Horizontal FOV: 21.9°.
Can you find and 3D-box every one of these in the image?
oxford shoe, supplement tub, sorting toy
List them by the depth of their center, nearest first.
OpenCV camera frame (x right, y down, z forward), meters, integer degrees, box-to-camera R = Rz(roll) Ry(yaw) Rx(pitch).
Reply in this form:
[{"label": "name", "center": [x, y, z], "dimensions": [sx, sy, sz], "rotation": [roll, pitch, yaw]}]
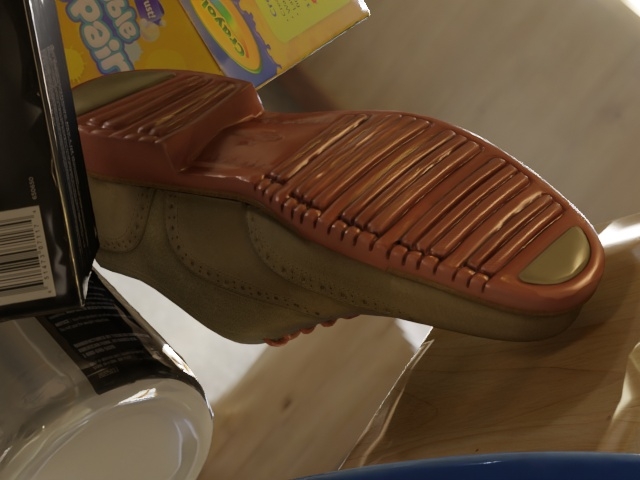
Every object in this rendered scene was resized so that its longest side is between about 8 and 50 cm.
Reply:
[{"label": "sorting toy", "center": [0.143, 0.106, 0.965], "dimensions": [0.089, 0.257, 0.255], "rotation": [47, 58, -17]}, {"label": "oxford shoe", "center": [0.000, 0.000, 1.042], "dimensions": [0.397, 0.147, 0.140], "rotation": [20, 37, 36]}, {"label": "supplement tub", "center": [-0.248, 0.073, 1.158], "dimensions": [0.338, 0.207, 0.207], "rotation": [41, 18, 33]}]

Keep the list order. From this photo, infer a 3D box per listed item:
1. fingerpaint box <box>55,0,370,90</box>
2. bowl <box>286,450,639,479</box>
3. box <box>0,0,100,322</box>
[{"label": "fingerpaint box", "center": [-0.180, -0.330, 1.546], "dimensions": [0.445, 0.163, 0.371], "rotation": [59, 26, -7]}, {"label": "bowl", "center": [0.043, 0.162, 0.450], "dimensions": [0.391, 0.077, 0.391], "rotation": [-6, 13, 1]}, {"label": "box", "center": [-0.189, -0.099, 0.870], "dimensions": [0.184, 0.103, 0.261], "rotation": [-106, -173, -81]}]
